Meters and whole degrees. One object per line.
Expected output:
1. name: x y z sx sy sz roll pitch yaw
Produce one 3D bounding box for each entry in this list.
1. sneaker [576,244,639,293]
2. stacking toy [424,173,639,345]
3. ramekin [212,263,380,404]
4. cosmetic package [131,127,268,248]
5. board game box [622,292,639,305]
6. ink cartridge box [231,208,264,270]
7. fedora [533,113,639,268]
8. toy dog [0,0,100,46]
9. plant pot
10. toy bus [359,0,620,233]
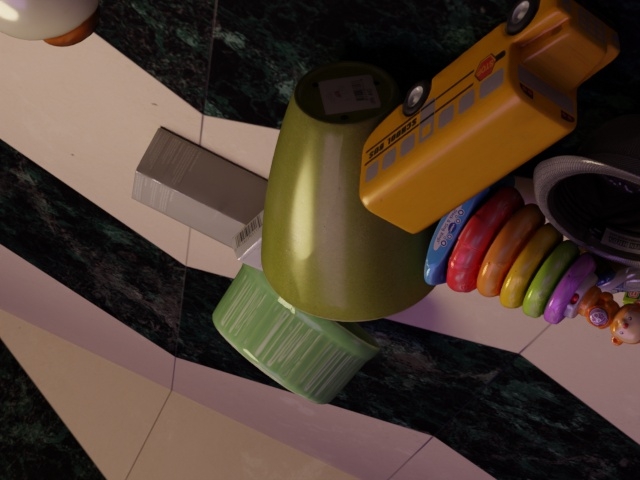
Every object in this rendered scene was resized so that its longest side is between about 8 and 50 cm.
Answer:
1. sneaker: 0.449 0.044 1.580 0.131 0.112 0.296 37 154 -24
2. stacking toy: 0.302 0.049 1.533 0.301 0.175 0.165 33 -165 20
3. ramekin: -0.052 0.164 2.112 0.303 0.148 0.303 37 -178 -2
4. cosmetic package: -0.196 -0.080 1.974 0.237 0.107 0.127 25 156 -5
5. board game box: 0.546 0.110 1.699 0.181 0.043 0.092 9 151 33
6. ink cartridge box: 0.000 0.000 1.911 0.232 0.066 0.189 22 127 -40
7. fedora: 0.387 -0.069 1.391 0.243 0.124 0.275 28 164 3
8. toy dog: -0.468 -0.347 1.405 0.407 0.395 0.285 -7 140 -7
9. plant pot: 0.041 -0.089 1.580 0.274 0.275 0.294 16 138 20
10. toy bus: 0.187 -0.144 1.330 0.108 0.130 0.332 29 138 -25
